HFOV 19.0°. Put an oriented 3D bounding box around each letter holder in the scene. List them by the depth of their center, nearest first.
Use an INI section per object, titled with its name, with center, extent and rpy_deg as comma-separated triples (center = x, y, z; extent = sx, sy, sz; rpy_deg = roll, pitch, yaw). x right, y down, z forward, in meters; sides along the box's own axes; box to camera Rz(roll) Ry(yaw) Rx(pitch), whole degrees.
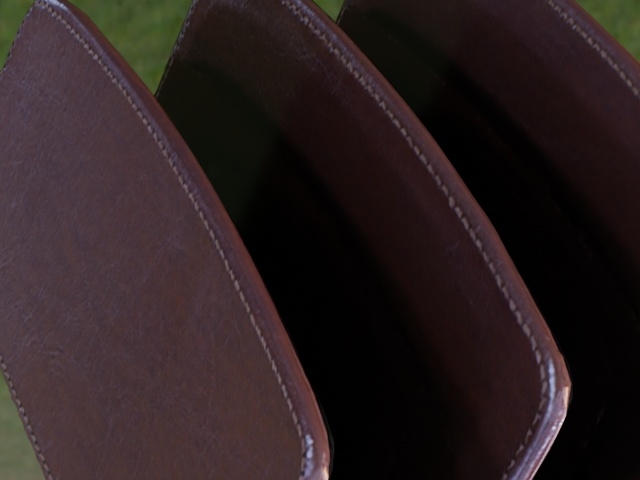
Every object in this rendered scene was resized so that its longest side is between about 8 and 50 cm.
[letter holder]
center = 0.000, 0.000, 0.681
extent = 0.152, 0.302, 0.214
rpy_deg = 10, 119, -32
